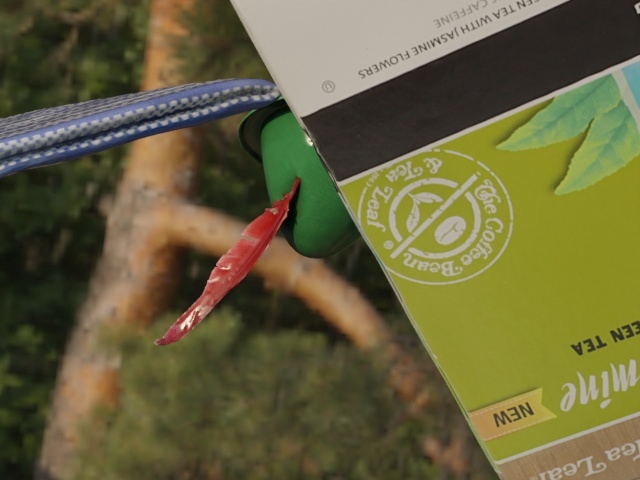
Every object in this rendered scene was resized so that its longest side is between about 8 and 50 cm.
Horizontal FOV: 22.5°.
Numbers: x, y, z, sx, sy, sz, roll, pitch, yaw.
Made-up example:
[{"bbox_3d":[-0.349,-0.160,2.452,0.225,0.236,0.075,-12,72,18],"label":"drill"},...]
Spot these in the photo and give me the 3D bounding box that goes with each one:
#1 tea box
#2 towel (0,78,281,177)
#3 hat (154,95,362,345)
[{"bbox_3d":[0.133,-0.100,0.826,0.220,0.323,0.329,-24,23,17],"label":"tea box"},{"bbox_3d":[-0.209,-0.038,0.901,0.243,0.040,0.336,-20,11,-35],"label":"towel"},{"bbox_3d":[0.000,0.000,1.314,0.173,0.183,0.208,20,-26,-25],"label":"hat"}]
